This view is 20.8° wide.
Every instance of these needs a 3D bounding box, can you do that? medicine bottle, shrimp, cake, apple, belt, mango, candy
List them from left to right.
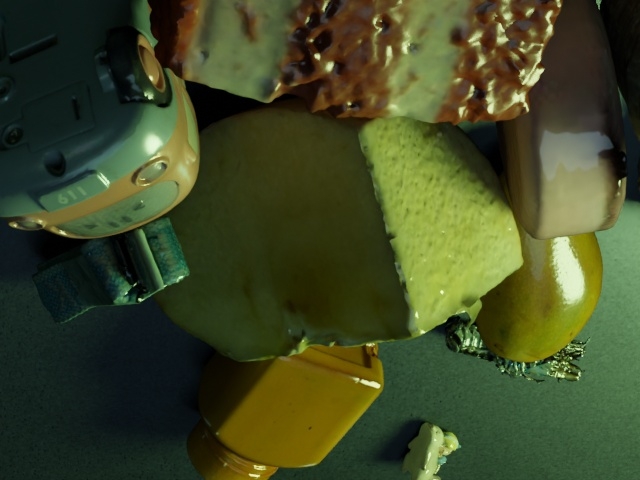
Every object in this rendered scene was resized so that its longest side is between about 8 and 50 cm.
[{"bbox_3d":[-0.205,0.032,1.666,0.087,0.072,0.302,-18,180,-22],"label":"belt"},{"bbox_3d":[-0.049,0.172,1.904,0.149,0.112,0.222,21,125,-26],"label":"medicine bottle"},{"bbox_3d":[0.000,0.000,1.674,0.309,0.252,0.314,-4,152,42],"label":"apple"},{"bbox_3d":[0.028,-0.273,1.413,0.319,0.269,0.270,3,131,-14],"label":"cake"},{"bbox_3d":[0.215,0.112,1.943,0.174,0.076,0.082,14,87,-15],"label":"shrimp"},{"bbox_3d":[0.226,0.018,1.817,0.138,0.113,0.253,-3,125,-2],"label":"mango"},{"bbox_3d":[0.214,-0.119,1.592,0.094,0.255,0.255,-8,132,1],"label":"candy"}]

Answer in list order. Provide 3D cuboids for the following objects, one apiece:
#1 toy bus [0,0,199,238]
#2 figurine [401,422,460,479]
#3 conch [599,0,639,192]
[{"bbox_3d":[-0.207,-0.126,1.510,0.194,0.288,0.232,-21,148,10],"label":"toy bus"},{"bbox_3d":[0.132,0.251,2.058,0.050,0.047,0.083,4,125,-33],"label":"figurine"},{"bbox_3d":[0.364,-0.165,1.579,0.297,0.210,0.352,31,86,-23],"label":"conch"}]
